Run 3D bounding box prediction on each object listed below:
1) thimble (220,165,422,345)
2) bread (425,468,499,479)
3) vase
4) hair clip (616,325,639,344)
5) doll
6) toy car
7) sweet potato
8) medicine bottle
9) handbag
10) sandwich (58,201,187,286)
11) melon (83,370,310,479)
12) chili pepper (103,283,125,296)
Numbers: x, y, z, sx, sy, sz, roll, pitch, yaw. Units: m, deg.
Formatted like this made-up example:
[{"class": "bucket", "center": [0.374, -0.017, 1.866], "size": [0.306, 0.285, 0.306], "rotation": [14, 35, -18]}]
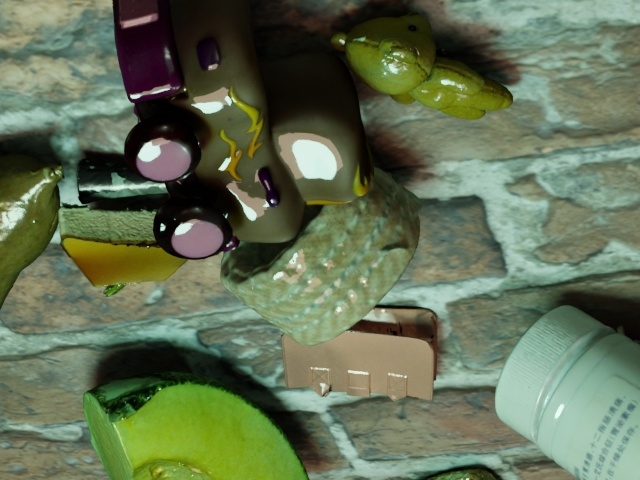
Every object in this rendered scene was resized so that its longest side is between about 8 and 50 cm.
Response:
[{"class": "thimble", "center": [-0.003, 0.006, 1.742], "size": [0.148, 0.196, 0.229], "rotation": [35, 133, -27]}, {"class": "bread", "center": [0.234, 0.437, 2.277], "size": [0.138, 0.102, 0.196], "rotation": [-27, 126, 30]}, {"class": "vase", "center": [-0.214, -0.075, 1.786], "size": [0.167, 0.059, 0.059], "rotation": [-1, 139, 9]}, {"class": "hair clip", "center": [0.428, 0.195, 2.020], "size": [0.072, 0.034, 0.226], "rotation": [5, 140, 2]}, {"class": "doll", "center": [0.119, -0.192, 1.597], "size": [0.209, 0.097, 0.137], "rotation": [20, 172, -37]}, {"class": "toy car", "center": [-0.082, -0.145, 1.549], "size": [0.240, 0.271, 0.340], "rotation": [-14, 136, 4]}, {"class": "sweet potato", "center": [-0.428, -0.006, 1.836], "size": [0.158, 0.157, 0.369], "rotation": [26, 125, -21]}, {"class": "medicine bottle", "center": [0.399, 0.240, 1.845], "size": [0.332, 0.190, 0.190], "rotation": [35, 150, 31]}, {"class": "handbag", "center": [0.055, 0.158, 2.014], "size": [0.213, 0.059, 0.157], "rotation": [3, 138, 7]}, {"class": "sandwich", "center": [-0.266, 0.011, 1.843], "size": [0.193, 0.058, 0.162], "rotation": [4, 156, -31]}, {"class": "melon", "center": [-0.206, 0.310, 2.124], "size": [0.331, 0.226, 0.343], "rotation": [4, 127, 22]}, {"class": "chili pepper", "center": [-0.273, 0.052, 1.970], "size": [0.027, 0.022, 0.083], "rotation": [18, 142, -14]}]
